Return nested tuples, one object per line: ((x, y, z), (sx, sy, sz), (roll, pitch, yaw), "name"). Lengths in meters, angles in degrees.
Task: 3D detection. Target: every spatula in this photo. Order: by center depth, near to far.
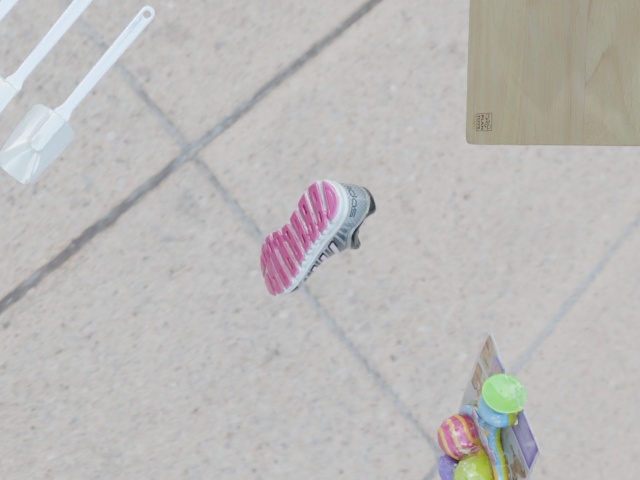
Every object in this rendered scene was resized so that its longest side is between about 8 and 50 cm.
((-0.297, -0.199, 1.320), (0.168, 0.019, 0.242), (42, 78, -19), "spatula")

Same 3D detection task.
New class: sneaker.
((0.000, 0.000, 1.214), (0.074, 0.170, 0.063), (-5, 57, -36), "sneaker")

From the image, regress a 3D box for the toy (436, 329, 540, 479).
((0.152, 0.211, 1.239), (0.056, 0.237, 0.137), (-8, 54, -16), "toy")

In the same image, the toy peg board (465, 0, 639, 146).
((0.201, -0.152, 0.950), (0.079, 0.160, 0.161), (-1, 94, -47), "toy peg board")
